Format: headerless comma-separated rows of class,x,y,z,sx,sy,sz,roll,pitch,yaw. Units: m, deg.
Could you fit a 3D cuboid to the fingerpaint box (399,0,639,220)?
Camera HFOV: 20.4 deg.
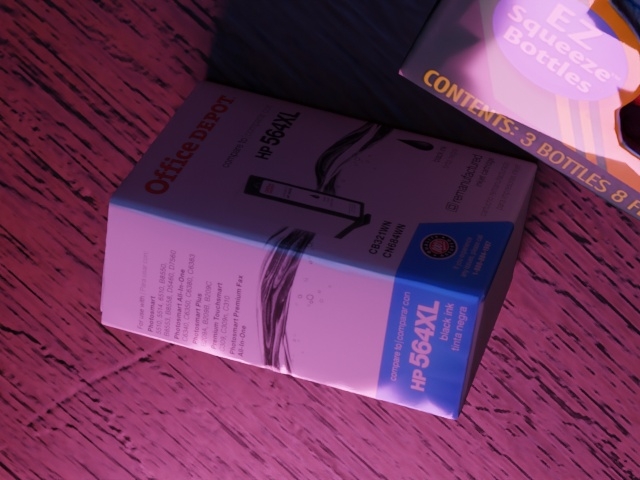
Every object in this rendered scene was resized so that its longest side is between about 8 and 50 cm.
fingerpaint box,0.301,-0.090,0.712,0.445,0.163,0.371,32,151,-2

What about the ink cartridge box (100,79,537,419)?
ink cartridge box,0.000,0.000,0.965,0.203,0.148,0.086,15,124,10
